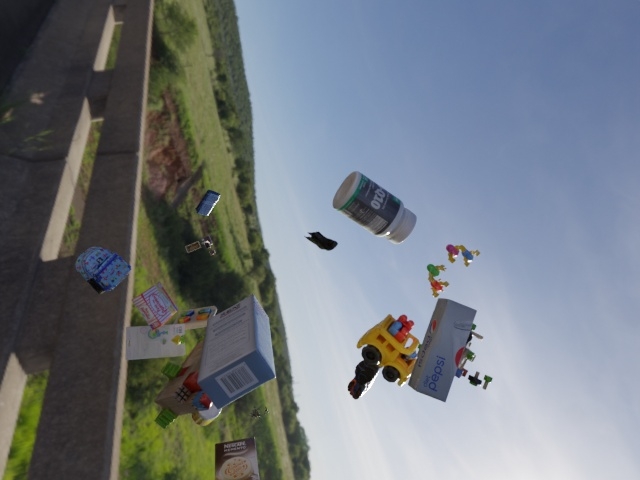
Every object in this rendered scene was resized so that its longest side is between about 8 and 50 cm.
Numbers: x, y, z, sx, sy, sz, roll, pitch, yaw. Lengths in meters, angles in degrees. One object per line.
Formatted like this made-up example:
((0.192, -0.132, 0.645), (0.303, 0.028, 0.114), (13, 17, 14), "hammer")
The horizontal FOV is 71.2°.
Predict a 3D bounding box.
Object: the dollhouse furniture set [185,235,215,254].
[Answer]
((-0.531, 0.035, 1.947), (0.081, 0.115, 0.090), (86, -19, -82), "dollhouse furniture set")

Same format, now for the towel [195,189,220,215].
((-0.494, -0.165, 1.962), (0.119, 0.067, 0.029), (-53, -132, 17), "towel")

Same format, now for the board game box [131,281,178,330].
((-0.661, 0.261, 1.797), (0.146, 0.045, 0.193), (59, 7, -8), "board game box")

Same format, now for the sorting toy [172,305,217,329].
((-0.616, 0.374, 2.189), (0.208, 0.193, 0.038), (-114, -164, -75), "sorting toy")

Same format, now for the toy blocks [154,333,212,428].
((-0.429, 0.488, 1.650), (0.190, 0.261, 0.381), (51, 39, -17), "toy blocks")

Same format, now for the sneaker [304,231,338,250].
((0.002, -0.002, 1.968), (0.089, 0.051, 0.170), (47, -21, -21), "sneaker")

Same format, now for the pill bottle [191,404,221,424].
((-0.568, 0.843, 2.209), (0.215, 0.117, 0.117), (-52, -132, 49), "pill bottle")

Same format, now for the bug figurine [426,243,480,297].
((0.557, 0.112, 1.944), (0.216, 0.279, 0.072), (40, 7, -46), "bug figurine")

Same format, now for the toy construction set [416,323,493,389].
((0.584, 0.457, 1.950), (0.309, 0.258, 0.237), (19, -97, 52), "toy construction set")

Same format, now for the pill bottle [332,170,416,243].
((0.253, -0.145, 2.071), (0.204, 0.361, 0.204), (-51, -162, 24), "pill bottle")

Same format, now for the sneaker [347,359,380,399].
((0.175, 0.513, 1.711), (0.083, 0.087, 0.221), (45, -50, 24), "sneaker")

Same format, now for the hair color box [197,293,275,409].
((-0.254, 0.321, 1.370), (0.113, 0.186, 0.374), (61, 0, -19), "hair color box")

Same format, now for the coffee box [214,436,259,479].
((-0.269, 0.770, 1.439), (0.246, 0.141, 0.098), (-124, -148, -66), "coffee box")

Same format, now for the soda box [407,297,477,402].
((0.361, 0.321, 1.330), (0.091, 0.098, 0.286), (130, -18, -82), "soda box")

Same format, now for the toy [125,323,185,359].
((-0.706, 0.434, 1.923), (0.056, 0.238, 0.136), (139, -52, -74), "toy")

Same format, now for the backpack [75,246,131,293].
((-0.878, 0.105, 1.799), (0.117, 0.158, 0.173), (-17, -63, 44), "backpack")

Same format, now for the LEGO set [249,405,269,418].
((-0.244, 0.678, 1.751), (0.023, 0.083, 0.054), (-59, -149, 28), "LEGO set")

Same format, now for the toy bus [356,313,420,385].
((0.276, 0.371, 1.594), (0.220, 0.149, 0.211), (43, -56, 10), "toy bus")
